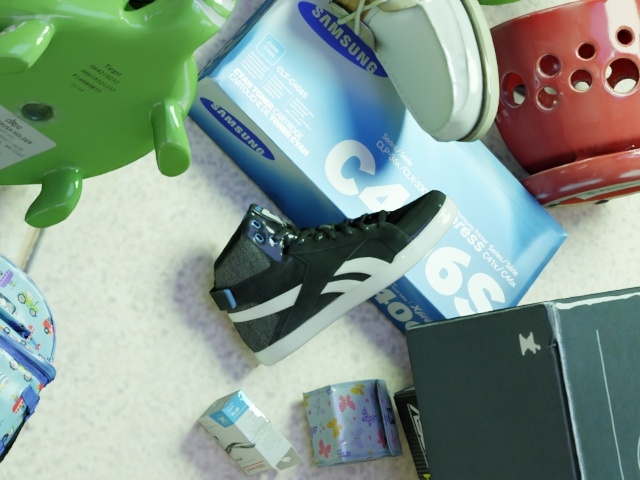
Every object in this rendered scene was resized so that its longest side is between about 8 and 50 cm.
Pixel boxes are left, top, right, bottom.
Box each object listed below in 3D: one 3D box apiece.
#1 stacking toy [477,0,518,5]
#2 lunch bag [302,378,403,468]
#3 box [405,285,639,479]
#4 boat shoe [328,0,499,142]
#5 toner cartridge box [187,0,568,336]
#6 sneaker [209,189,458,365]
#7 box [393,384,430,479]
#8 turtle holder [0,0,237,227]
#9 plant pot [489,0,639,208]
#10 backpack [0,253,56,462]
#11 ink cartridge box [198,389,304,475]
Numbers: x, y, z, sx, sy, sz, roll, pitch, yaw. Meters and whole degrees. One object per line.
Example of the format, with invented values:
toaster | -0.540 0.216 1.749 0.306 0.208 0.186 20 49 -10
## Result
stacking toy | 0.226 -0.276 1.858 0.279 0.309 0.130 -37 121 -15
lunch bag | 0.034 0.157 1.734 0.083 0.053 0.071 0 76 -41
box | 0.308 0.181 1.707 0.395 0.212 0.293 -7 86 -33
boat shoe | 0.058 -0.214 1.742 0.103 0.113 0.302 -2 58 -36
toner cartridge box | 0.050 -0.063 1.795 0.348 0.075 0.165 45 58 -11
sneaker | 0.000 0.000 1.687 0.217 0.079 0.121 -38 101 8
box | 0.215 0.196 1.808 0.270 0.060 0.216 -18 91 -32
turtle holder | -0.207 -0.182 1.547 0.243 0.320 0.227 12 56 -24
plant pot | 0.252 -0.127 1.862 0.191 0.191 0.174 -7 82 -31
backpack | -0.275 0.082 1.545 0.158 0.117 0.173 45 56 -12
ink cartridge box | -0.058 0.168 1.680 0.083 0.048 0.028 48 59 -8
